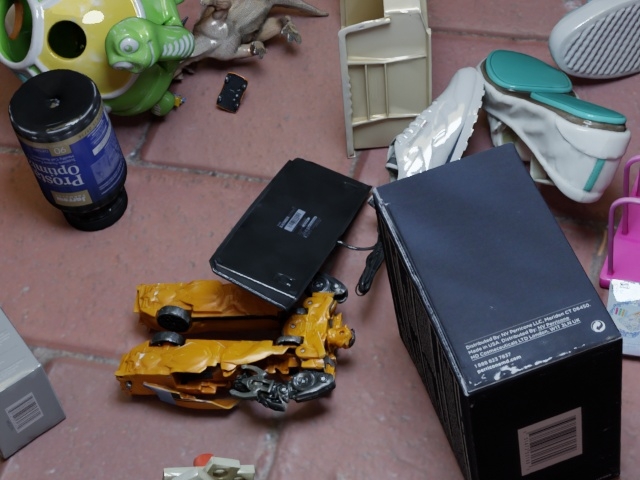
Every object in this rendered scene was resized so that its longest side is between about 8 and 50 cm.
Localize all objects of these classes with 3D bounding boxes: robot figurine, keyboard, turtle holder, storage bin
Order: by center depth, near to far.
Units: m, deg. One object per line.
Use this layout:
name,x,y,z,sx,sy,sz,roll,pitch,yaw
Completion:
robot figurine,-0.098,0.125,1.760,0.291,0.085,0.211,1,53,12
keyboard,0.000,0.000,1.798,0.201,0.033,0.317,23,34,8
storage bin,0.085,-0.301,1.952,0.123,0.260,0.262,-3,52,3
turtle holder,-0.313,-0.274,1.965,0.227,0.243,0.320,-3,43,-39

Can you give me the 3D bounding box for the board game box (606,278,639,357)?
board game box,0.391,0.097,1.713,0.090,0.020,0.090,7,79,15

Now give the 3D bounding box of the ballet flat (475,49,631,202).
ballet flat,0.285,-0.149,1.855,0.139,0.139,0.400,-19,23,-5

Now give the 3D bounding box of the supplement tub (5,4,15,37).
supplement tub,-0.409,-0.424,2.177,0.272,0.191,0.191,-39,56,-20

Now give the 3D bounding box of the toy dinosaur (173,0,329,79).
toy dinosaur,-0.140,-0.326,2.109,0.295,0.127,0.200,-29,16,-32

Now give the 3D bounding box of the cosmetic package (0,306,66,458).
cosmetic package,-0.427,0.140,1.781,0.107,0.127,0.238,-35,53,-17

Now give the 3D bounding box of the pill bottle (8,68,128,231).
pill bottle,-0.330,-0.115,1.902,0.122,0.219,0.123,-5,51,7

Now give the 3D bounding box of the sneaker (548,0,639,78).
sneaker,0.457,-0.345,2.012,0.366,0.135,0.150,-23,44,-19

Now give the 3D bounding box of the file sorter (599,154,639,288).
file sorter,0.487,-0.083,1.755,0.202,0.182,0.291,15,56,20

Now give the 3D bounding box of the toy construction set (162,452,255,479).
toy construction set,-0.066,0.384,1.522,0.215,0.151,0.328,-12,62,1

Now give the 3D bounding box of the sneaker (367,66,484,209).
sneaker,0.144,-0.131,1.859,0.094,0.090,0.235,22,75,2

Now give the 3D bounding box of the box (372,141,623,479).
box,0.200,0.104,1.586,0.182,0.296,0.294,-20,52,-5

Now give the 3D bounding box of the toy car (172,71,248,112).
toy car,-0.163,-0.224,2.066,0.122,0.060,0.040,8,22,8
